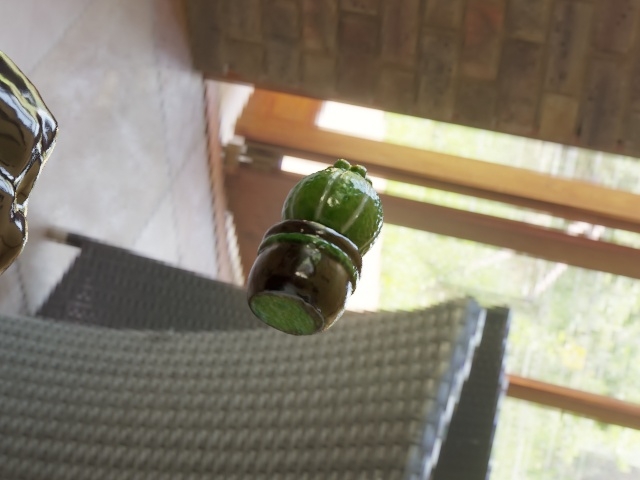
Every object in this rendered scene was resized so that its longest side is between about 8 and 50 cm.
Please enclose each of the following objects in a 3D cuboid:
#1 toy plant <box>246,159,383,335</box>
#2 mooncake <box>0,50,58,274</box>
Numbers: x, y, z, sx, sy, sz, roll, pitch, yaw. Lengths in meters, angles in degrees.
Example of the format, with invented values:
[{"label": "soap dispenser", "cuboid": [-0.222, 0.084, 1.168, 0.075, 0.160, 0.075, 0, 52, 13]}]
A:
[{"label": "toy plant", "cuboid": [0.000, 0.000, 1.127, 0.092, 0.093, 0.162, 83, 27, -54]}, {"label": "mooncake", "cuboid": [-0.294, -0.013, 0.895, 0.283, 0.141, 0.283, -39, -150, 29]}]
